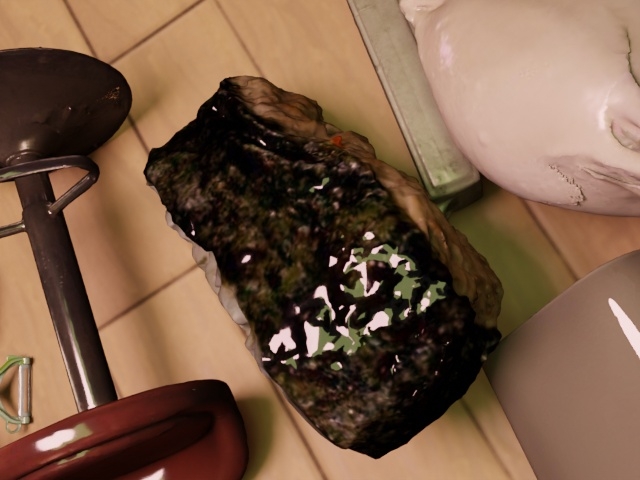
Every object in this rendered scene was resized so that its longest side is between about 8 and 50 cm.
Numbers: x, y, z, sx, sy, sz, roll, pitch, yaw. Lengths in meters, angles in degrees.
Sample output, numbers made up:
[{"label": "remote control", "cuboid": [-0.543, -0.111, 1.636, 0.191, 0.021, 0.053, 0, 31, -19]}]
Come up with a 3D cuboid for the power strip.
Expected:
[{"label": "power strip", "cuboid": [0.082, -0.142, 0.703, 0.052, 0.078, 0.272, -23, 74, 8]}]

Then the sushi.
[{"label": "sushi", "cuboid": [0.000, 0.000, 0.608, 0.171, 0.211, 0.350, -42, 43, 2]}]

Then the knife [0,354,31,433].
[{"label": "knife", "cuboid": [-0.356, 0.149, 0.728, 0.023, 0.166, 0.078, -22, 70, 42]}]

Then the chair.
[{"label": "chair", "cuboid": [-0.214, 0.061, 0.667, 0.227, 0.226, 0.400, -25, 75, 9]}]

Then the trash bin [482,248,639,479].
[{"label": "trash bin", "cuboid": [0.257, 0.143, 0.520, 0.219, 0.220, 0.250, -51, 57, 43]}]

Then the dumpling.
[{"label": "dumpling", "cuboid": [0.225, -0.118, 0.596, 0.341, 0.260, 0.181, 25, 117, 57]}]
